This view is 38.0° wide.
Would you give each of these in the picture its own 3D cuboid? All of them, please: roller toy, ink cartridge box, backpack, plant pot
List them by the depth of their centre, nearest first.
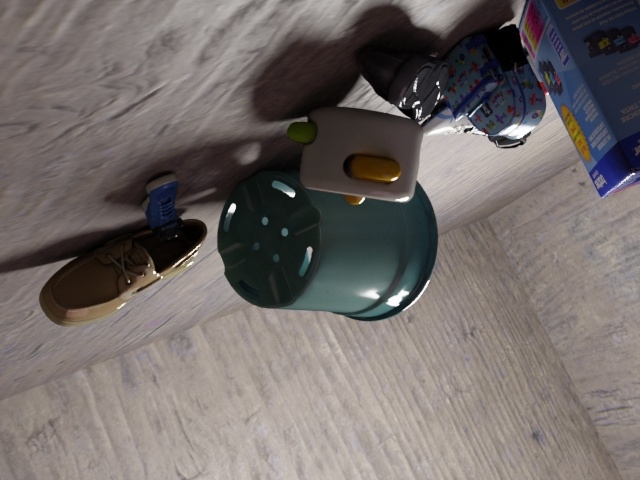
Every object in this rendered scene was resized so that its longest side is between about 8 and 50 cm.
[{"bbox_3d":[0.473,-0.231,1.471,0.151,0.396,0.270,-26,171,4],"label":"ink cartridge box"},{"bbox_3d":[0.066,-0.130,1.490,0.209,0.146,0.191,10,-177,35],"label":"roller toy"},{"bbox_3d":[0.290,-0.251,1.566,0.116,0.173,0.158,-21,171,-31],"label":"backpack"},{"bbox_3d":[0.000,0.000,1.808,0.341,0.341,0.334,-32,162,33],"label":"plant pot"}]

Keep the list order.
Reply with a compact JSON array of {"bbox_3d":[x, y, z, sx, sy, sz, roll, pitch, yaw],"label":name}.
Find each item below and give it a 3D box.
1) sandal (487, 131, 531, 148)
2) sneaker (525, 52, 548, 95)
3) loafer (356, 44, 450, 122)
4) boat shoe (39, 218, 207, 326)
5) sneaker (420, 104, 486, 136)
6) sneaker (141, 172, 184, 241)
[{"bbox_3d":[0.493,-0.268,2.436,0.097,0.055,0.254,-30,170,26],"label":"sandal"},{"bbox_3d":[0.487,-0.328,1.857,0.107,0.118,0.279,-32,169,37],"label":"sneaker"},{"bbox_3d":[0.132,-0.256,1.449,0.109,0.095,0.302,-59,169,10],"label":"loafer"},{"bbox_3d":[-0.351,0.041,1.681,0.341,0.122,0.110,-32,173,-42],"label":"boat shoe"},{"bbox_3d":[0.303,-0.249,1.910,0.237,0.086,0.085,-19,171,-30],"label":"sneaker"},{"bbox_3d":[-0.249,-0.048,1.510,0.058,0.085,0.152,-21,170,-26],"label":"sneaker"}]
